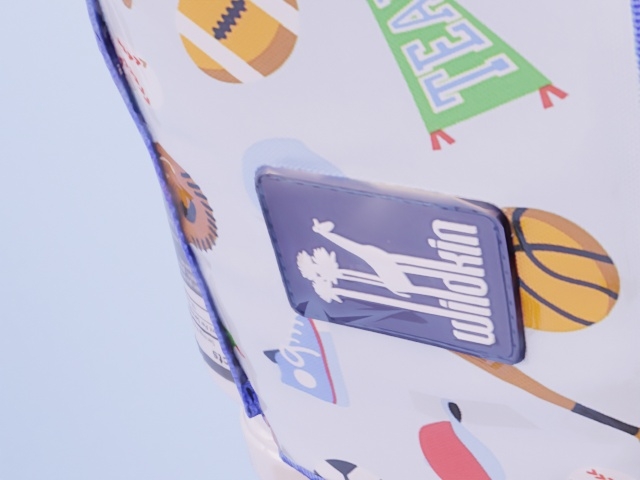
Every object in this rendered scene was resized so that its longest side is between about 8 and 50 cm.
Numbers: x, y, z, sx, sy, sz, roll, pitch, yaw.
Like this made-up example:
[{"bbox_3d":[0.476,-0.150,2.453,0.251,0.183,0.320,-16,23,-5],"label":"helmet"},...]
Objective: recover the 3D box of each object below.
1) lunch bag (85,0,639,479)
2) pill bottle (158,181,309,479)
[{"bbox_3d":[0.128,-0.063,0.482,0.239,0.385,0.328,-97,-7,-50],"label":"lunch bag"},{"bbox_3d":[0.000,0.000,1.000,0.210,0.210,0.363,-70,-26,-57],"label":"pill bottle"}]
